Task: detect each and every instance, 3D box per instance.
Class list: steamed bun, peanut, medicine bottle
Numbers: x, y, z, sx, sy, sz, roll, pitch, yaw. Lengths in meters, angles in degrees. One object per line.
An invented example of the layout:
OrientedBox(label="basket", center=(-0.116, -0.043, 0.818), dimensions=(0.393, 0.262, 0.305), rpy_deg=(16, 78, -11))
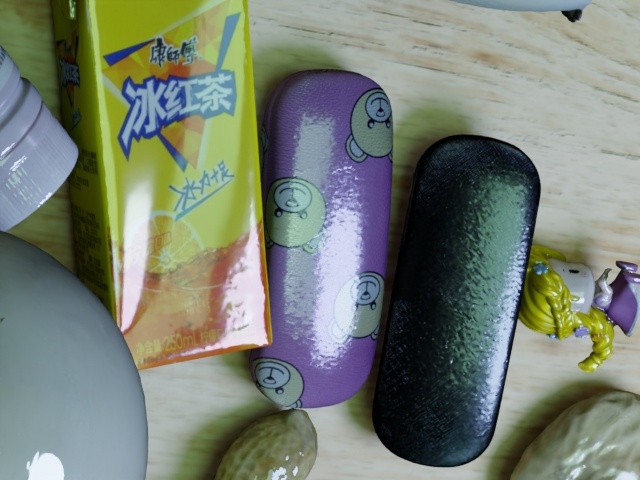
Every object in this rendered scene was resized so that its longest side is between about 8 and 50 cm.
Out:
OrientedBox(label="steamed bun", center=(-0.290, 0.149, 1.531), dimensions=(0.334, 0.334, 0.374), rpy_deg=(-54, 160, -6))
OrientedBox(label="peanut", center=(-0.068, 0.239, 1.820), dimensions=(0.089, 0.089, 0.193), rpy_deg=(40, 83, -28))
OrientedBox(label="peanut", center=(0.300, 0.272, 1.990), dimensions=(0.197, 0.110, 0.233), rpy_deg=(-43, 117, -14))
OrientedBox(label="medicine bottle", center=(-0.319, -0.129, 1.585), dimensions=(0.133, 0.133, 0.250), rpy_deg=(-43, 117, -11))

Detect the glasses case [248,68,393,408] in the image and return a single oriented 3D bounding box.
OrientedBox(label="glasses case", center=(0.000, 0.000, 1.800), dimensions=(0.123, 0.076, 0.316), rpy_deg=(-1, 102, -25))

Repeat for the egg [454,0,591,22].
OrientedBox(label="egg", center=(0.097, -0.383, 1.626), dimensions=(0.340, 0.354, 0.354), rpy_deg=(12, 97, -6))

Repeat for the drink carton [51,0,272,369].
OrientedBox(label="drink carton", center=(-0.139, -0.075, 1.696), dimensions=(0.154, 0.111, 0.351), rpy_deg=(-10, 106, -24))

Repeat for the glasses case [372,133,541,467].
OrientedBox(label="glasses case", center=(0.128, 0.059, 1.858), dimensions=(0.122, 0.082, 0.321), rpy_deg=(10, 99, 0))

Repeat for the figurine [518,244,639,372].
OrientedBox(label="figurine", center=(0.229, 0.067, 1.921), dimensions=(0.156, 0.095, 0.115), rpy_deg=(10, 101, -8))
